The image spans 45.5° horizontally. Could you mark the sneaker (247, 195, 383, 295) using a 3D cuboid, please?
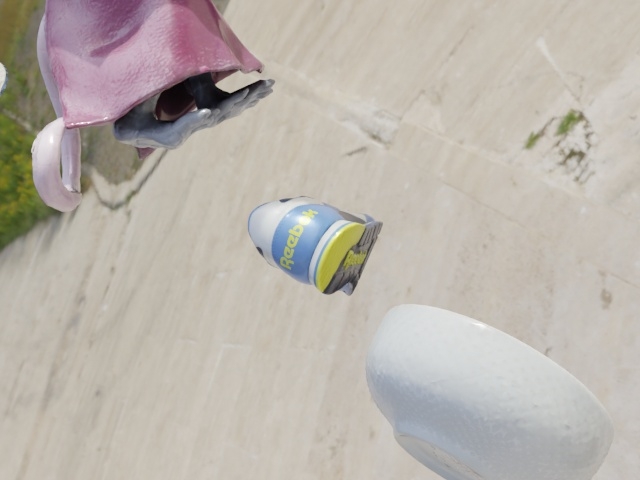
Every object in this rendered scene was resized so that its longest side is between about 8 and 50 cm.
[{"bbox_3d":[0.000,0.000,0.463,0.144,0.059,0.053,28,-95,-77],"label":"sneaker"}]

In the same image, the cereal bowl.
[{"bbox_3d":[0.197,0.236,1.005,0.141,0.339,0.339,-55,18,-20],"label":"cereal bowl"}]

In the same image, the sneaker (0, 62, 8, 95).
[{"bbox_3d":[-0.280,-0.134,0.583,0.052,0.058,0.135,-50,47,22],"label":"sneaker"}]

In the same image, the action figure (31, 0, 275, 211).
[{"bbox_3d":[-0.200,-0.244,0.638,0.275,0.370,0.248,-36,8,-9],"label":"action figure"}]
